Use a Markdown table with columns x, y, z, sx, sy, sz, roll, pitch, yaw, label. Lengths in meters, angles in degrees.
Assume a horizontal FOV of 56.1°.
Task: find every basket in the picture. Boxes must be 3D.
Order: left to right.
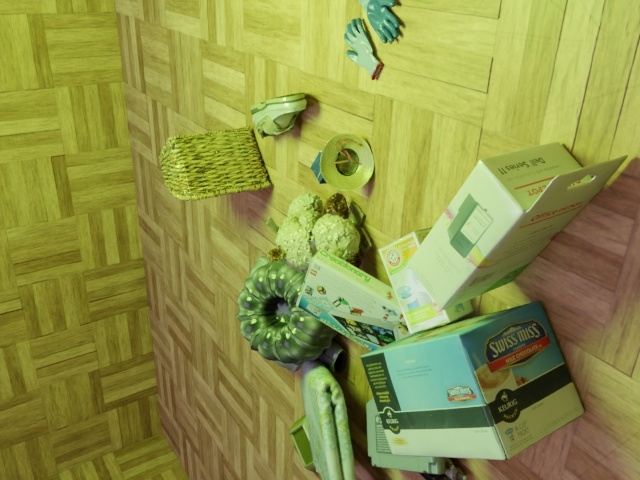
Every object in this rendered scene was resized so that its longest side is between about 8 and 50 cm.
| x | y | z | sx | sy | sz | roll | pitch | yaw | label |
| --- | --- | --- | --- | --- | --- | --- | --- | --- | --- |
| -0.351 | -0.216 | 1.953 | 0.213 | 0.299 | 0.223 | -34 | 73 | 58 | basket |

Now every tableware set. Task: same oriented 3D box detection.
| x | y | z | sx | sy | sz | roll | pitch | yaw | label |
| --- | --- | --- | --- | --- | --- | --- | --- | --- | --- |
| 0.085 | -0.011 | 1.607 | 0.141 | 0.020 | 0.169 | 64 | 148 | 19 | tableware set |

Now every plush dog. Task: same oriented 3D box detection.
| x | y | z | sx | sy | sz | roll | pitch | yaw | label |
| --- | --- | --- | --- | --- | --- | --- | --- | --- | --- |
| 0.000 | 0.000 | 1.577 | 0.225 | 0.210 | 0.262 | -12 | 95 | 36 | plush dog |

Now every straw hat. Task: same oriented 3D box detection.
| x | y | z | sx | sy | sz | roll | pitch | yaw | label |
| --- | --- | --- | --- | --- | --- | --- | --- | --- | --- |
| 0.069 | -0.198 | 1.508 | 0.061 | 0.144 | 0.144 | -59 | -40 | -79 | straw hat |

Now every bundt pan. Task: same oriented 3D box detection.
| x | y | z | sx | sy | sz | roll | pitch | yaw | label |
| --- | --- | --- | --- | --- | --- | --- | --- | --- | --- |
| -0.112 | 0.210 | 1.762 | 0.331 | 0.124 | 0.331 | 0 | 90 | 26 | bundt pan |

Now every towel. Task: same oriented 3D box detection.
| x | y | z | sx | sy | sz | roll | pitch | yaw | label |
| --- | --- | --- | --- | --- | --- | --- | --- | --- | --- |
| 0.024 | 0.552 | 1.774 | 0.320 | 0.090 | 0.374 | -178 | 79 | -77 | towel |

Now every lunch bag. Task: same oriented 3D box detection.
| x | y | z | sx | sy | sz | roll | pitch | yaw | label |
| --- | --- | --- | --- | --- | --- | --- | --- | --- | --- |
| 0.026 | -0.196 | 1.578 | 0.065 | 0.067 | 0.098 | 61 | 145 | 21 | lunch bag |

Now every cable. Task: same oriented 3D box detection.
| x | y | z | sx | sy | sz | roll | pitch | yaw | label |
| --- | --- | --- | --- | --- | --- | --- | --- | --- | --- |
| 0.280 | 0.577 | 1.539 | 0.139 | 0.072 | 0.287 | 64 | 164 | -14 | cable |

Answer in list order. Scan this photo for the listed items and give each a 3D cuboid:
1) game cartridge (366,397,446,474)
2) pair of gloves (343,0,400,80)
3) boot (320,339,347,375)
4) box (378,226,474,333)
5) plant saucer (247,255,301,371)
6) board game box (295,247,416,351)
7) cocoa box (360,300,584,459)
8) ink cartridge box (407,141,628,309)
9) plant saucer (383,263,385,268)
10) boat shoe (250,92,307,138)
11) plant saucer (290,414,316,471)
| x | y | z | sx | sy | sz | roll | pitch | yaw | label |
| --- | --- | --- | --- | --- | --- | --- | --- | --- | --- |
| 0.211 | 0.480 | 1.527 | 0.294 | 0.060 | 0.196 | -29 | 62 | 59 | game cartridge |
| 0.115 | -0.475 | 1.360 | 0.159 | 0.023 | 0.198 | 59 | 147 | 21 | pair of gloves |
| -0.001 | 0.286 | 1.823 | 0.208 | 0.076 | 0.190 | 43 | 150 | 50 | boot |
| 0.229 | 0.085 | 1.312 | 0.114 | 0.103 | 0.203 | -28 | 78 | 43 | box |
| -0.180 | 0.256 | 2.001 | 0.400 | 0.100 | 0.400 | 164 | 90 | -71 | plant saucer |
| 0.097 | 0.168 | 1.497 | 0.305 | 0.053 | 0.193 | 30 | 134 | 10 | board game box |
| 0.284 | 0.284 | 1.205 | 0.347 | 0.231 | 0.228 | -32 | 75 | 58 | cocoa box |
| 0.322 | -0.044 | 1.027 | 0.119 | 0.207 | 0.353 | 57 | 144 | 25 | ink cartridge box |
| 0.220 | 0.091 | 1.436 | 0.192 | 0.018 | 0.067 | 45 | 138 | 39 | plant saucer |
| -0.112 | -0.353 | 1.705 | 0.302 | 0.113 | 0.103 | -167 | 65 | -68 | boat shoe |
| -0.042 | 0.712 | 2.098 | 0.188 | 0.045 | 0.188 | 63 | 147 | 19 | plant saucer |
